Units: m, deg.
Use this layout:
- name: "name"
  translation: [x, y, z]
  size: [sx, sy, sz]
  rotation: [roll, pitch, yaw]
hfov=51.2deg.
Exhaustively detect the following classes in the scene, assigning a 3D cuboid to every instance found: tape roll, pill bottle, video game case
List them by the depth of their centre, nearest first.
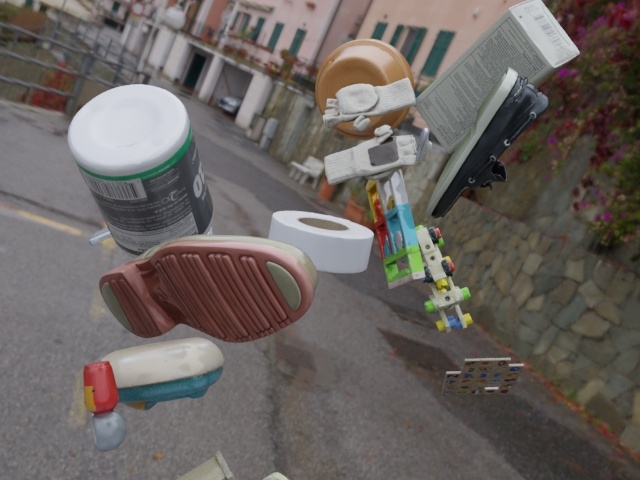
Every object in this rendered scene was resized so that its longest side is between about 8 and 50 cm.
- name: "pill bottle"
  translation: [-0.312, -0.090, 1.243]
  size: [0.204, 0.204, 0.361]
  rotation: [29, -29, 21]
- name: "video game case"
  translation: [-0.449, -0.038, 1.549]
  size: [0.119, 0.166, 0.015]
  rotation: [-141, -153, -75]
- name: "tape roll"
  translation: [0.000, 0.000, 1.823]
  size: [0.286, 0.100, 0.286]
  rotation: [10, 12, -2]

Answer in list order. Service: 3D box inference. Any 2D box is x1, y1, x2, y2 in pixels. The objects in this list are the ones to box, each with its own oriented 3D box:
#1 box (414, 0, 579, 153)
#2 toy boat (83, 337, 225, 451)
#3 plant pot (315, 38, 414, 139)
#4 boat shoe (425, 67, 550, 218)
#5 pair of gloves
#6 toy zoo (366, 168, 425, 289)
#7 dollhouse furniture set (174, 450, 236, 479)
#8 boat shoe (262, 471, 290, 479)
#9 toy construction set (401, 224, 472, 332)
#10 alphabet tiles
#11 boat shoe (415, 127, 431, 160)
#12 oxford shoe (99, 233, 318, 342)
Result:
- name: "box"
  translation: [0.348, -0.328, 1.368]
  size: [0.121, 0.311, 0.148]
  rotation: [-31, 86, -39]
- name: "toy boat"
  translation: [-0.336, 0.279, 1.249]
  size: [0.267, 0.148, 0.318]
  rotation: [-10, -2, 15]
- name: "plant pot"
  translation: [0.112, -0.421, 1.887]
  size: [0.290, 0.291, 0.203]
  rotation: [26, 19, 5]
- name: "boat shoe"
  translation: [0.313, -0.156, 1.265]
  size: [0.113, 0.340, 0.127]
  rotation: [27, 34, 0]
- name: "pair of gloves"
  translation: [0.102, -0.238, 1.411]
  size: [0.204, 0.240, 0.042]
  rotation: [-7, -27, 15]
- name: "toy zoo"
  translation: [0.156, -0.048, 1.465]
  size: [0.030, 0.294, 0.192]
  rotation: [-10, -9, -11]
- name: "dollhouse furniture set"
  translation: [-0.197, 0.538, 1.279]
  size: [0.184, 0.129, 0.129]
  rotation: [47, -19, 45]
- name: "boat shoe"
  translation: [-0.054, 0.457, 1.186]
  size: [0.048, 0.056, 0.153]
  rotation: [-15, 17, -42]
- name: "toy construction set"
  translation: [0.304, 0.085, 1.838]
  size: [0.328, 0.151, 0.215]
  rotation: [56, -1, 29]
- name: "alphabet tiles"
  translation: [0.435, 0.370, 1.807]
  size: [0.198, 0.237, 0.009]
  rotation: [-2, 55, 3]
- name: "boat shoe"
  translation: [0.271, -0.246, 1.729]
  size: [0.035, 0.100, 0.035]
  rotation: [7, 40, -3]
- name: "oxford shoe"
  translation: [-0.136, 0.035, 0.859]
  size: [0.396, 0.141, 0.146]
  rotation: [-5, 27, 44]
